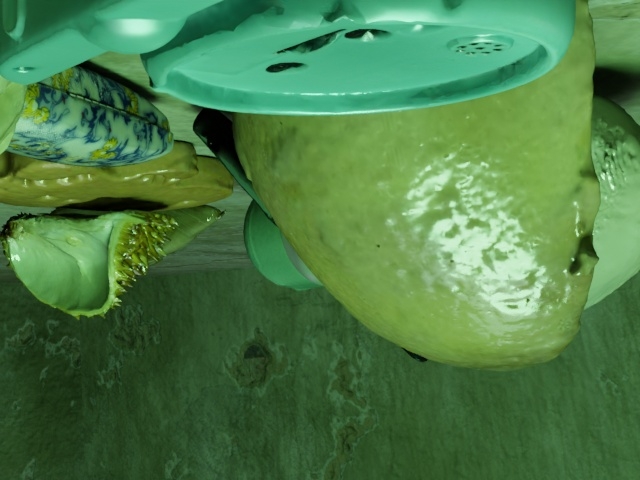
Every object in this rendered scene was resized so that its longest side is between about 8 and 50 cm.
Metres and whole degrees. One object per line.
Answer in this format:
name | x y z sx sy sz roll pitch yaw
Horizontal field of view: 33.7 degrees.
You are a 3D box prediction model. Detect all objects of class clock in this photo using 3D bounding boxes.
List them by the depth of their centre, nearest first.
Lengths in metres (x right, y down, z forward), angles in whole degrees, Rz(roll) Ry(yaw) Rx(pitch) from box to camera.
clock | 0.012 -0.114 0.469 0.274 0.094 0.223 2 174 -39

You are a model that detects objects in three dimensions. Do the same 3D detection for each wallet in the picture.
wallet | 0.000 0.000 0.977 0.172 0.045 0.318 43 177 40

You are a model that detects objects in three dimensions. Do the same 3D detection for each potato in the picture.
potato | 0.063 -0.021 0.692 0.189 0.265 0.211 -11 -177 -16

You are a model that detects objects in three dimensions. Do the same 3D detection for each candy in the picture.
candy | 0.160 -0.025 0.927 0.295 0.185 0.295 3 155 1

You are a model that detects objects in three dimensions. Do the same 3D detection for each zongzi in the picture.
zongzi | -0.253 -0.020 1.438 0.197 0.099 0.194 -18 169 28

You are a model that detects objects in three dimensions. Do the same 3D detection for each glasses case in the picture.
glasses case | -0.190 -0.091 0.771 0.086 0.065 0.248 -2 177 18

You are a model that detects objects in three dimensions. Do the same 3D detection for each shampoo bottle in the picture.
shampoo bottle | 0.042 -0.022 1.242 0.221 0.151 0.349 -5 176 -37

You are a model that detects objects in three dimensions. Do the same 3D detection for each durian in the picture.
durian | -0.262 0.001 1.212 0.252 0.144 0.139 9 146 37

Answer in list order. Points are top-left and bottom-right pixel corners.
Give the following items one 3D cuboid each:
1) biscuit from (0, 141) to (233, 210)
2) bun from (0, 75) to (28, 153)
biscuit | -0.240 -0.063 1.162 0.275 0.052 0.355 -5 174 24
bun | -0.252 -0.074 0.505 0.229 0.145 0.229 -7 175 -1
